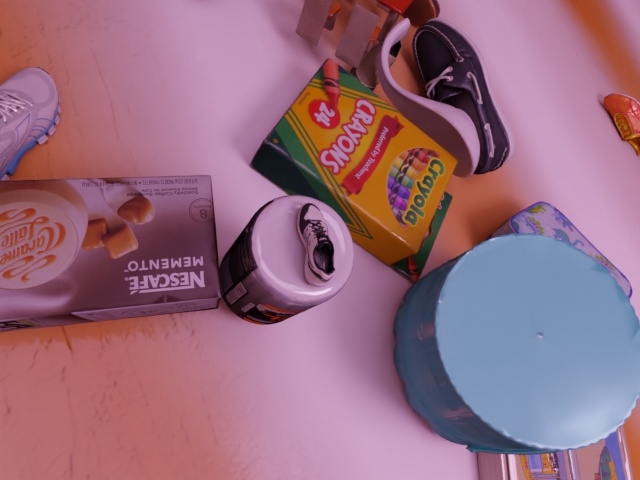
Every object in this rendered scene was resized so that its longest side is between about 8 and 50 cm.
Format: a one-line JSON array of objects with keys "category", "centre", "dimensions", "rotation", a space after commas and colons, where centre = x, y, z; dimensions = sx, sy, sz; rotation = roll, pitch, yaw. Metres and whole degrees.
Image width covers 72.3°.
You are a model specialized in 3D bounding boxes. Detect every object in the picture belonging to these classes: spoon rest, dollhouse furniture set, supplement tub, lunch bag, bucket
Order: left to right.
[{"category": "supplement tub", "centre": [-0.051, 0.033, 0.508], "dimensions": [0.117, 0.190, 0.117], "rotation": [8, 70, -21]}, {"category": "dollhouse furniture set", "centre": [0.038, -0.456, 0.724], "dimensions": [0.259, 0.135, 0.262], "rotation": [31, 55, 0]}, {"category": "spoon rest", "centre": [0.174, -0.224, 0.734], "dimensions": [0.084, 0.137, 0.276], "rotation": [-29, 89, -4]}, {"category": "bucket", "centre": [0.240, 0.132, 0.566], "dimensions": [0.281, 0.183, 0.281], "rotation": [1, 71, -3]}, {"category": "lunch bag", "centre": [0.402, 0.044, 0.740], "dimensions": [0.176, 0.090, 0.219], "rotation": [-23, 68, -37]}]

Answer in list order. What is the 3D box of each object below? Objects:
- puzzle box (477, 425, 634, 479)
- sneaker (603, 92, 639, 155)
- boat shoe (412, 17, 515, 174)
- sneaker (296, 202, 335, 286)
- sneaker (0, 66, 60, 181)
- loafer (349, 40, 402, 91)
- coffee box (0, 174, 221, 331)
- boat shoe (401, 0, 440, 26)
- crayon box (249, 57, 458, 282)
[{"category": "puzzle box", "centre": [0.361, 0.334, 0.669], "dimensions": [0.272, 0.052, 0.408], "rotation": [9, 69, -21]}, {"category": "sneaker", "centre": [0.750, -0.283, 1.058], "dimensions": [0.067, 0.064, 0.175], "rotation": [-42, 89, -20]}, {"category": "boat shoe", "centre": [0.246, -0.262, 0.791], "dimensions": [0.091, 0.114, 0.302], "rotation": [-28, 84, -35]}, {"category": "sneaker", "centre": [0.000, 0.000, 0.411], "dimensions": [0.032, 0.037, 0.083], "rotation": [-4, 72, -23]}, {"category": "sneaker", "centre": [-0.357, -0.131, 0.490], "dimensions": [0.071, 0.083, 0.190], "rotation": [22, 63, -15]}, {"category": "loafer", "centre": [0.099, -0.317, 0.780], "dimensions": [0.056, 0.050, 0.148], "rotation": [35, 61, -9]}, {"category": "coffee box", "centre": [-0.236, 0.014, 0.464], "dimensions": [0.247, 0.098, 0.141], "rotation": [-3, 74, -15]}, {"category": "boat shoe", "centre": [0.163, -0.515, 0.865], "dimensions": [0.207, 0.073, 0.073], "rotation": [44, 62, -5]}, {"category": "crayon box", "centre": [0.081, -0.106, 0.680], "dimensions": [0.319, 0.081, 0.202], "rotation": [35, 61, -10]}]
